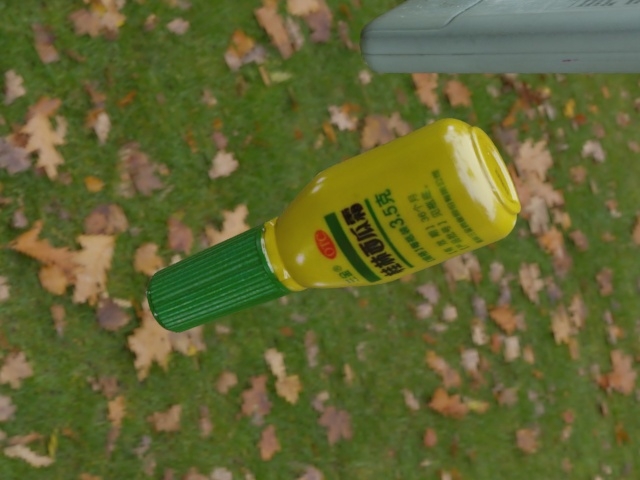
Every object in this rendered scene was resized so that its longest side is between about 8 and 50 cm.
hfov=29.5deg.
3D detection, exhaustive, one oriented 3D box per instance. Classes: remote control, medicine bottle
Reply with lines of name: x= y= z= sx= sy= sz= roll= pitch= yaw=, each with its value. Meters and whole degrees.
remote control: x=0.070 y=-0.058 z=0.322 sx=0.053 sy=0.124 sz=0.018 roll=-38 pitch=123 yaw=-43
medicine bottle: x=0.000 y=0.000 z=0.810 sx=0.095 sy=0.260 sz=0.064 roll=53 pitch=27 yaw=-33
